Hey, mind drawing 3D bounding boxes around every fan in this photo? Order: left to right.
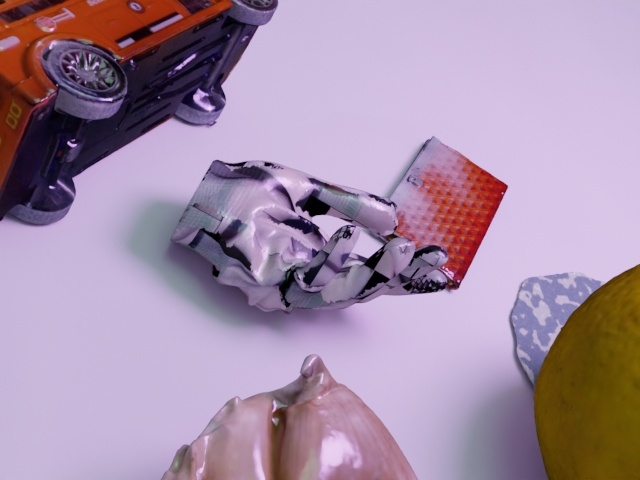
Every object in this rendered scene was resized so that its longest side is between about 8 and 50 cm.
[{"bbox_3d":[0.244,0.093,0.980,0.131,0.009,0.240,36,38,1],"label":"fan"}]

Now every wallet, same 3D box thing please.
[{"bbox_3d":[0.123,-0.034,1.010,0.103,0.020,0.196,36,39,0],"label":"wallet"}]

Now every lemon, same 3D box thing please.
[{"bbox_3d":[0.294,0.136,0.790,0.267,0.267,0.267,21,41,-19],"label":"lemon"}]

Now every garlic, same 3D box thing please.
[{"bbox_3d":[-0.018,0.196,0.609,0.217,0.110,0.228,32,48,-25],"label":"garlic"}]

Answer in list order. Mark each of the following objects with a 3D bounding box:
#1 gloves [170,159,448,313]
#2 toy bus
[{"bbox_3d":[-0.004,0.008,0.809,0.212,0.111,0.127,28,15,-6],"label":"gloves"},{"bbox_3d":[-0.173,-0.149,0.811,0.153,0.143,0.329,41,40,5],"label":"toy bus"}]
